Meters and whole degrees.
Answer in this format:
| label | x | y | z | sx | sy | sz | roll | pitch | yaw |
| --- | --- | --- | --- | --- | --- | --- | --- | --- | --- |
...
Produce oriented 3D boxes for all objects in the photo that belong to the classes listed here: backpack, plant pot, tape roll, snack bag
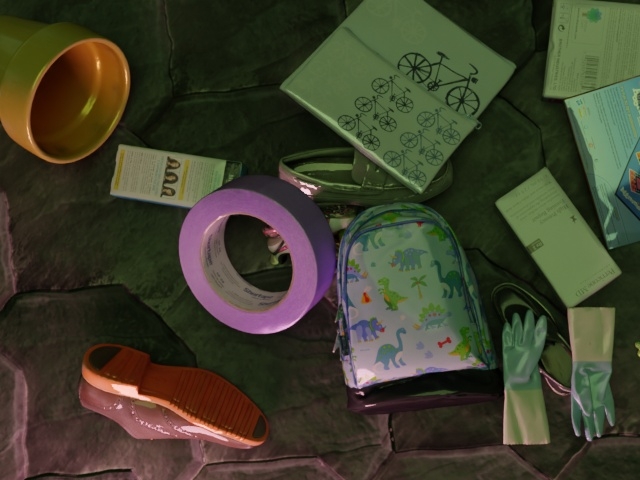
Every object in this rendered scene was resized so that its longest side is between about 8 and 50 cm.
| label | x | y | z | sx | sy | sz | roll | pitch | yaw |
| --- | --- | --- | --- | --- | --- | --- | --- | --- | --- |
| backpack | 0.154 | 0.108 | 1.749 | 0.290 | 0.273 | 0.356 | -7 | 73 | 13 |
| plant pot | -0.526 | -0.305 | 1.874 | 0.239 | 0.254 | 0.254 | 30 | 90 | 25 |
| tape roll | -0.113 | 0.025 | 1.794 | 0.274 | 0.090 | 0.275 | 9 | 114 | 21 |
| snack bag | 0.153 | -0.294 | 1.815 | 0.323 | 0.037 | 0.342 | 39 | 71 | 8 |

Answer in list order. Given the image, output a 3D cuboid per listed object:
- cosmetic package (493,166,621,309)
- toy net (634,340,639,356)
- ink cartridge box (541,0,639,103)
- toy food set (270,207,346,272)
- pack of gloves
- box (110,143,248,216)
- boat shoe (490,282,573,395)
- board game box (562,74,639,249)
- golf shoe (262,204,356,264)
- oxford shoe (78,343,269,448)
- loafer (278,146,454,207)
| label | x | y | z | sx | sy | sz | roll | pitch | yaw |
| --- | --- | --- | --- | --- | --- | --- | --- | --- | --- |
| cosmetic package | 0.419 | -0.002 | 1.786 | 0.117 | 0.085 | 0.231 | -36 | 81 | 4 |
| toy net | 0.672 | 0.224 | 1.752 | 0.232 | 0.045 | 0.122 | 41 | 92 | 9 |
| ink cartridge box | 0.564 | -0.327 | 1.802 | 0.311 | 0.065 | 0.186 | 7 | 88 | 11 |
| toy food set | 0.000 | 0.000 | 1.866 | 0.192 | 0.038 | 0.132 | 6 | 86 | 8 |
| pack of gloves | 0.405 | 0.229 | 1.723 | 0.195 | 0.046 | 0.232 | -1 | 90 | -4 |
| box | -0.267 | -0.113 | 1.902 | 0.244 | 0.060 | 0.101 | 10 | 87 | 9 |
| boat shoe | 0.388 | 0.171 | 1.781 | 0.084 | 0.079 | 0.233 | -36 | 80 | 5 |
| board game box | 0.538 | -0.137 | 1.776 | 0.145 | 0.027 | 0.281 | -16 | 95 | 13 |
| golf shoe | -0.012 | -0.012 | 1.825 | 0.186 | 0.067 | 0.086 | -15 | 101 | 28 |
| oxford shoe | -0.273 | 0.311 | 1.860 | 0.363 | 0.130 | 0.133 | 23 | 122 | 2 |
| loafer | 0.081 | -0.122 | 1.818 | 0.319 | 0.111 | 0.112 | -6 | 56 | 7 |
